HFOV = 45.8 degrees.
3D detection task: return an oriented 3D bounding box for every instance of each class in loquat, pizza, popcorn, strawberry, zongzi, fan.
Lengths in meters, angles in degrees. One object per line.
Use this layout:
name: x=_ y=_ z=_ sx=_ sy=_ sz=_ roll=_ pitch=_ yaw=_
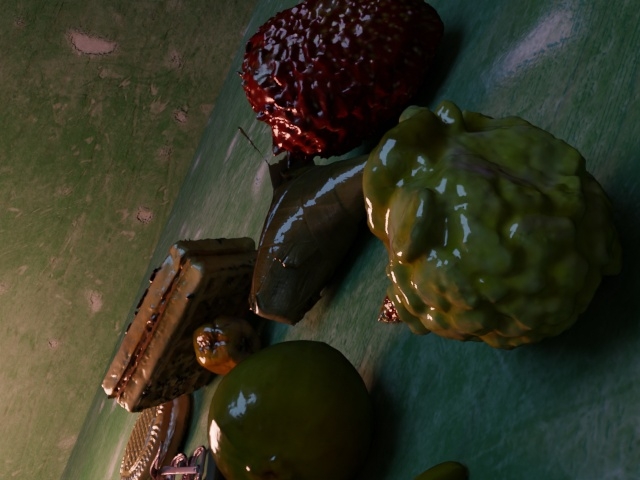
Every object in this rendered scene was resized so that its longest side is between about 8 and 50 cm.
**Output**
loquat: x=-0.176 y=0.200 z=1.449 sx=0.137 sy=0.137 sz=0.113 roll=-43 pitch=4 yaw=47
pizza: x=0.111 y=0.061 z=1.014 sx=0.100 sy=0.029 sz=0.099 roll=-17 pitch=51 yaw=64
popcorn: x=0.147 y=-0.007 z=0.709 sx=0.259 sy=0.259 sz=0.212 roll=-97 pitch=12 yaw=-55
strawberry: x=0.029 y=-0.310 z=1.275 sx=0.343 sy=0.292 sz=0.292 roll=-44 pitch=29 yaw=34
zongzi: x=0.000 y=0.000 z=1.198 sx=0.300 sy=0.145 sz=0.274 roll=-8 pitch=62 yaw=65
fan: x=-0.069 y=-0.113 z=1.350 sx=0.010 sy=0.310 sz=0.182 roll=4 pitch=66 yaw=29

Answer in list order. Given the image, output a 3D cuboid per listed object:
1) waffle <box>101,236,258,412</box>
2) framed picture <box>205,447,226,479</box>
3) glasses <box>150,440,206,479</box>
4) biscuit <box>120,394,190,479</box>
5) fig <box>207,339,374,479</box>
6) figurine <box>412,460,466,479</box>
waffle: x=-0.267 y=0.166 z=1.558 sx=0.261 sy=0.114 sz=0.376 roll=-11 pitch=-46 yaw=-61
framed picture: x=-0.129 y=0.419 z=1.051 sx=0.023 sy=0.189 sz=0.260 roll=-10 pitch=42 yaw=11
glasses: x=-0.299 y=0.488 z=1.487 sx=0.255 sy=0.095 sz=0.162 roll=-41 pitch=40 yaw=54
biscuit: x=-0.381 y=0.456 z=1.744 sx=0.259 sy=0.079 sz=0.259 roll=-51 pitch=25 yaw=36
fig: x=-0.034 y=0.228 z=0.959 sx=0.207 sy=0.207 sz=0.230 roll=-64 pitch=-3 yaw=6
figurine: x=0.062 y=0.335 z=0.627 sx=0.218 sy=0.169 sz=0.327 roll=101 pitch=178 yaw=-70
